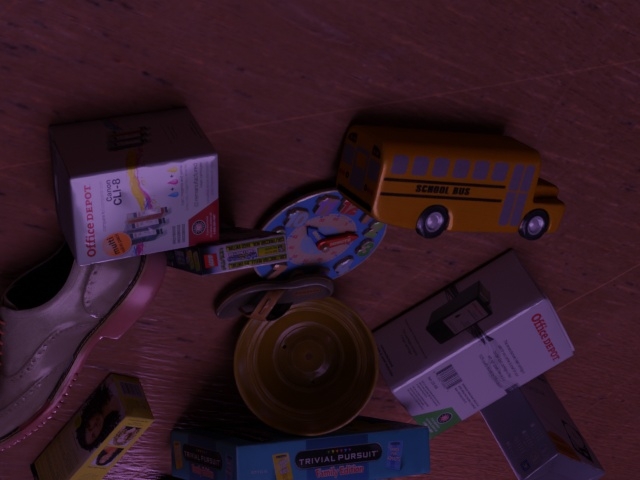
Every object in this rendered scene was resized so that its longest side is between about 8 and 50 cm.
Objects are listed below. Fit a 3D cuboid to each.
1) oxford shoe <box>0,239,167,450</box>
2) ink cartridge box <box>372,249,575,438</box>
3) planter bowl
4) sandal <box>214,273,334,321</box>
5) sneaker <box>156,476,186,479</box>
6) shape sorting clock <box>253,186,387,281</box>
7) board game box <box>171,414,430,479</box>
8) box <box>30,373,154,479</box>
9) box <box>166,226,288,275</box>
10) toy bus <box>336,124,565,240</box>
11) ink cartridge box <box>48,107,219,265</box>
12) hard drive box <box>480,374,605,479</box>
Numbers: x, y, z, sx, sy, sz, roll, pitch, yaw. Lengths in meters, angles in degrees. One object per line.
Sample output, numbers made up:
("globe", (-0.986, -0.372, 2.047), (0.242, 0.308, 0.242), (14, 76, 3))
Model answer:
("oxford shoe", (-0.377, 0.121, 1.550), (0.147, 0.140, 0.397), (32, 105, -36))
("ink cartridge box", (0.250, 0.175, 1.957), (0.289, 0.121, 0.211), (-31, 141, 4))
("planter bowl", (-0.020, 0.181, 1.802), (0.217, 0.217, 0.090), (-31, -179, 4))
("sandal", (-0.066, 0.091, 1.716), (0.180, 0.049, 0.072), (-10, 153, 3))
("sneaker", (-0.233, 0.503, 2.065), (0.145, 0.090, 0.270), (-42, 141, 13))
("shape sorting clock", (0.000, 0.000, 1.688), (0.206, 0.040, 0.206), (-16, 139, -14))
("board game box", (-0.035, 0.335, 1.888), (0.336, 0.079, 0.254), (0, 177, -29))
("box", (-0.348, 0.309, 1.793), (0.058, 0.087, 0.232), (17, 122, -44))
("box", (-0.129, 0.011, 1.520), (0.114, 0.207, 0.036), (-10, 97, -20))
("toy bus", (0.189, -0.079, 1.638), (0.333, 0.108, 0.130), (1, 111, -31))
("ink cartridge box", (-0.223, -0.066, 1.407), (0.176, 0.127, 0.128), (-11, 127, -18))
("hard drive box", (0.380, 0.332, 2.116), (0.089, 0.232, 0.181), (-43, 139, 18))
